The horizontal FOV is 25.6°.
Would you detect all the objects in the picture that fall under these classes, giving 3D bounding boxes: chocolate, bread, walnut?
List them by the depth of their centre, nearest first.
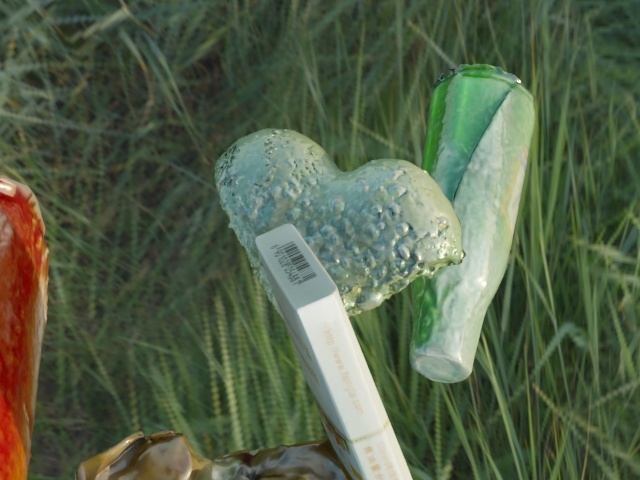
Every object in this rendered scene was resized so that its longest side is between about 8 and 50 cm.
[{"bbox_3d":[-0.052,0.230,0.992,0.204,0.141,0.238,-33,52,-29],"label":"walnut"},{"bbox_3d":[0.000,0.000,1.184,0.232,0.064,0.173,20,95,17],"label":"bread"},{"bbox_3d":[0.129,-0.013,1.269,0.110,0.110,0.291,6,60,11],"label":"chocolate"}]

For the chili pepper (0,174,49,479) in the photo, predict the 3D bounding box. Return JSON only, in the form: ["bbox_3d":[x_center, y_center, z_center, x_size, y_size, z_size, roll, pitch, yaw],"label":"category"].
[{"bbox_3d":[-0.301,0.100,0.871,0.251,0.229,0.305,19,45,-22],"label":"chili pepper"}]

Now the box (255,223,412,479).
[{"bbox_3d":[0.021,0.107,0.808,0.032,0.122,0.220,-23,112,-7],"label":"box"}]
